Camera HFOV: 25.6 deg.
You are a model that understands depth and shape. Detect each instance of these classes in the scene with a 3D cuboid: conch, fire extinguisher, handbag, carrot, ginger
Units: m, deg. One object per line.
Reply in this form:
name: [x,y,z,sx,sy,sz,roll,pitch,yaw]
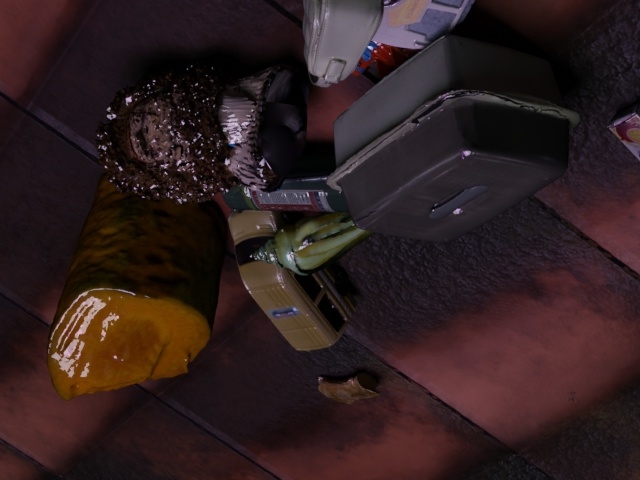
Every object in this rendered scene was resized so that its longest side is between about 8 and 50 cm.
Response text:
conch: [-0.003,-0.002,2.045,0.200,0.080,0.095,-28,162,8]
fire extinguisher: [0.002,-0.082,2.000,0.294,0.093,0.118,2,168,26]
handbag: [0.010,-0.302,1.632,0.079,0.256,0.219,6,154,-13]
carrot: [-0.277,0.075,2.175,0.241,0.341,0.241,7,152,4]
ginger: [0.053,0.249,2.387,0.057,0.044,0.137,18,159,-41]

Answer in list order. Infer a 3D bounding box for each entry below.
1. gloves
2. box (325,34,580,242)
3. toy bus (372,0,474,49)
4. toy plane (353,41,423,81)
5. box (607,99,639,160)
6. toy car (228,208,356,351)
gloves: [-0.166,-0.144,1.952,0.312,0.135,0.210,5,103,26]
box: [0.160,-0.119,1.768,0.220,0.166,0.290,9,153,-34]
toy bus: [0.141,-0.363,1.606,0.138,0.097,0.342,13,142,-11]
toy plane: [0.046,-0.274,1.791,0.189,0.061,0.130,42,139,-13]
box: [0.450,-0.089,1.776,0.207,0.041,0.050,44,137,-12]
toy car: [-0.052,0.051,2.153,0.101,0.124,0.257,-11,129,36]
